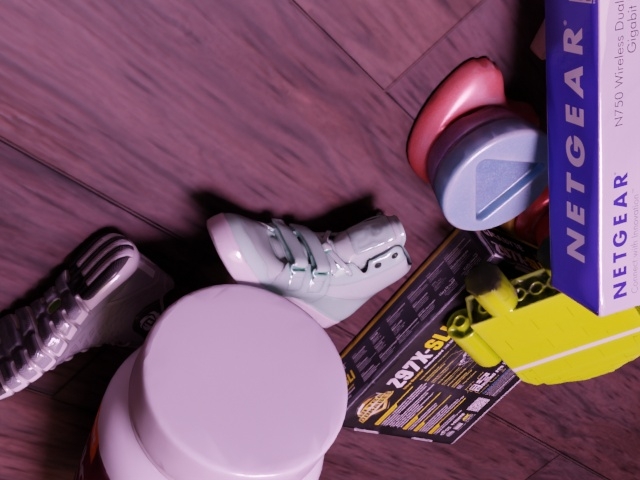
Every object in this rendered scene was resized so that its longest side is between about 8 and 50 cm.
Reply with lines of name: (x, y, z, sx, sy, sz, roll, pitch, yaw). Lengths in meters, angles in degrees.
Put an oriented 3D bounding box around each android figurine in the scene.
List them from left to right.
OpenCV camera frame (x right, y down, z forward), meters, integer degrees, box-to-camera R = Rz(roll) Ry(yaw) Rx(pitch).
android figurine: (0.279, 0.089, 0.983, 0.248, 0.056, 0.273, -25, 138, 25)

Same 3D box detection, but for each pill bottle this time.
pill bottle: (-0.129, 0.228, 0.877, 0.223, 0.224, 0.392, -3, 145, -27)

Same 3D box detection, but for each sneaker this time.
sneaker: (-0.236, 0.102, 0.854, 0.228, 0.086, 0.132, -39, 141, 10)
sneaker: (0.000, 0.000, 0.873, 0.151, 0.094, 0.256, -35, 149, 15)

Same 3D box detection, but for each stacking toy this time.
stacking toy: (0.270, -0.096, 0.905, 0.308, 0.130, 0.279, 20, 120, -42)

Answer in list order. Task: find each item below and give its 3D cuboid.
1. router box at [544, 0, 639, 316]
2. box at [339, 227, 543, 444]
router box: (0.363, -0.126, 0.801, 0.301, 0.082, 0.336, -15, 113, -16)
box: (0.183, 0.136, 1.131, 0.257, 0.079, 0.322, 20, 120, -39)
